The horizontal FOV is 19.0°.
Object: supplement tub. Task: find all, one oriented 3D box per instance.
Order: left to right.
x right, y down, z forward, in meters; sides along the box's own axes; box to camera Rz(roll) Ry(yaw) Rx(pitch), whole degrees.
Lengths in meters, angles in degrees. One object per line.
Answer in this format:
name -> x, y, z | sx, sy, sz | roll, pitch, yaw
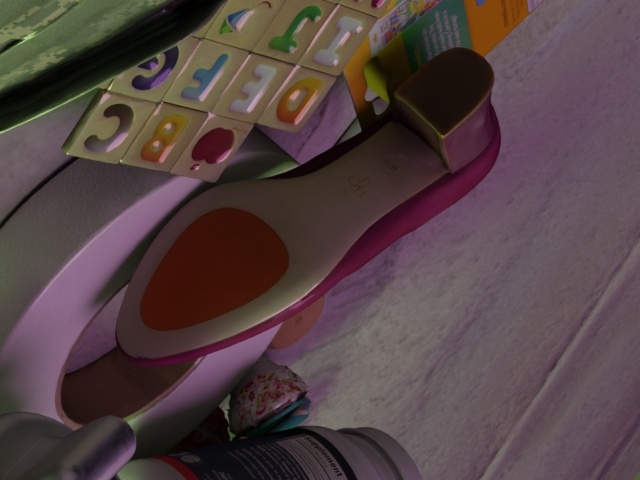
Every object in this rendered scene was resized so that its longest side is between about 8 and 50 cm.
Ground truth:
supplement tub -> -0.054, 0.272, 1.721 | 0.272, 0.191, 0.191 | -7, 134, -36

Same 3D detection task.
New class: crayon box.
crayon box -> 0.116, -0.240, 1.622 | 0.323, 0.083, 0.203 | -44, 155, -11

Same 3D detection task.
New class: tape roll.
tape roll -> -0.161, 0.062, 1.618 | 0.392, 0.072, 0.392 | -38, 153, -24

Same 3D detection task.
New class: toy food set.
toy food set -> -0.028, 0.074, 1.908 | 0.083, 0.020, 0.082 | -44, 154, -8

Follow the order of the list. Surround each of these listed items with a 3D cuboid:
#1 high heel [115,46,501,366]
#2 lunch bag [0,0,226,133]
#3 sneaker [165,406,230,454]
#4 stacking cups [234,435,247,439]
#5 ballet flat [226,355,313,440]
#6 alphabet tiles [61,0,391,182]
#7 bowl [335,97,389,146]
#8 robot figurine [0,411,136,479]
high heel -> 0.000, 0.000, 1.562 | 0.377, 0.127, 0.181 | -34, 160, -10
lunch bag -> -0.188, -0.152, 1.074 | 0.235, 0.169, 0.287 | -22, 163, 20
sneaker -> -0.193, 0.273, 1.841 | 0.299, 0.121, 0.112 | -59, -170, 0
stacking cups -> -0.139, 0.353, 2.032 | 0.316, 0.096, 0.096 | -54, 154, 11
ballet flat -> -0.058, 0.149, 1.846 | 0.091, 0.077, 0.241 | -33, 172, -4
alphabet tiles -> -0.038, -0.187, 1.368 | 0.285, 0.011, 0.342 | 9, 122, -55
bowl -> 0.058, -0.060, 1.820 | 0.142, 0.053, 0.142 | -54, 153, 10
robot figurine -> -0.272, 0.261, 1.455 | 0.353, 0.300, 0.200 | -31, -178, 26
